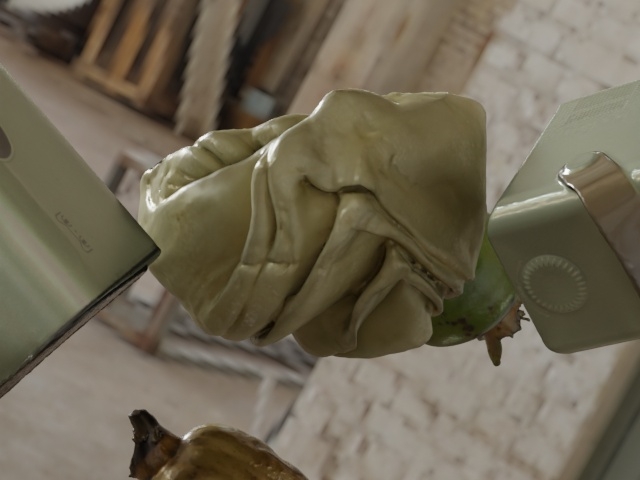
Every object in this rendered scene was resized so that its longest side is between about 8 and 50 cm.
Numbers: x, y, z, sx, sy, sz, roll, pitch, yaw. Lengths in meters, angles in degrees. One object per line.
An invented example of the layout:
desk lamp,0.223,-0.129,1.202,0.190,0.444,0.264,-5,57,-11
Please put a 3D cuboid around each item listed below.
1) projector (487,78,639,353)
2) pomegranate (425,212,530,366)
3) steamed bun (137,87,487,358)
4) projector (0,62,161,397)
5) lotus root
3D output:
projector,0.258,-0.024,1.529,0.163,0.177,0.242,59,37,-20
pomegranate,0.153,0.044,2.033,0.156,0.156,0.220,32,3,27
steamed bun,-0.001,0.001,1.644,0.289,0.203,0.276,-5,-17,-17
projector,-0.308,0.010,1.464,0.249,0.248,0.248,49,18,-3
lotus root,-0.089,0.230,1.672,0.221,0.118,0.125,31,28,-13
